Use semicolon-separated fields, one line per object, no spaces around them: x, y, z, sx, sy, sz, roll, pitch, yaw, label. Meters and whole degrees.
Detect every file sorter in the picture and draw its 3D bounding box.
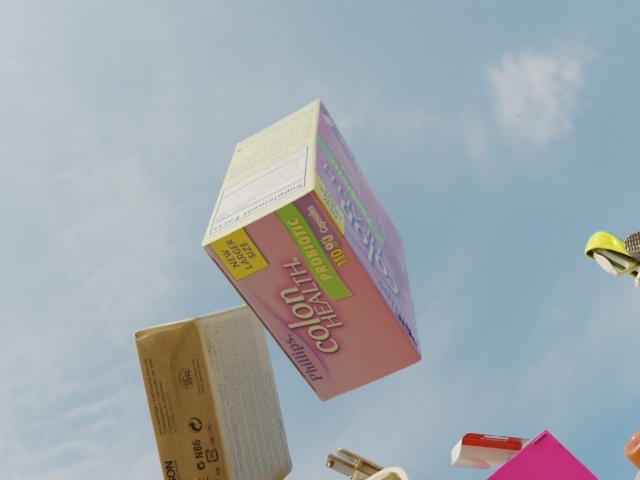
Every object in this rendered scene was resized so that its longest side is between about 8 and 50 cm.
0.454;0.605;1.461;0.290;0.202;0.182;-34;-41;-13;file sorter

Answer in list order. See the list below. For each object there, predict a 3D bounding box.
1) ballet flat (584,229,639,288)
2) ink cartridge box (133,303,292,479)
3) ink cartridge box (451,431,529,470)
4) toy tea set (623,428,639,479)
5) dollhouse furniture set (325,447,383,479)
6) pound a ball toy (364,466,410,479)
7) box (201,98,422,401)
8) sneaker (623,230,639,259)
0.654;0.057;1.407;0.077;0.231;0.077;-37;-41;-24;ballet flat
-0.124;0.205;0.841;0.088;0.193;0.235;-14;-94;15;ink cartridge box
0.392;0.492;1.573;0.145;0.179;0.045;6;-118;1;ink cartridge box
0.667;0.402;1.228;0.124;0.336;0.200;39;-73;11;toy tea set
0.045;0.527;1.430;0.123;0.151;0.144;22;-42;13;dollhouse furniture set
0.183;0.502;1.090;0.208;0.136;0.319;-30;-69;-4;pound a ball toy
0.000;0.000;0.726;0.117;0.243;0.213;-26;-64;16;box
0.684;-0.004;1.299;0.071;0.188;0.066;23;-115;-39;sneaker
